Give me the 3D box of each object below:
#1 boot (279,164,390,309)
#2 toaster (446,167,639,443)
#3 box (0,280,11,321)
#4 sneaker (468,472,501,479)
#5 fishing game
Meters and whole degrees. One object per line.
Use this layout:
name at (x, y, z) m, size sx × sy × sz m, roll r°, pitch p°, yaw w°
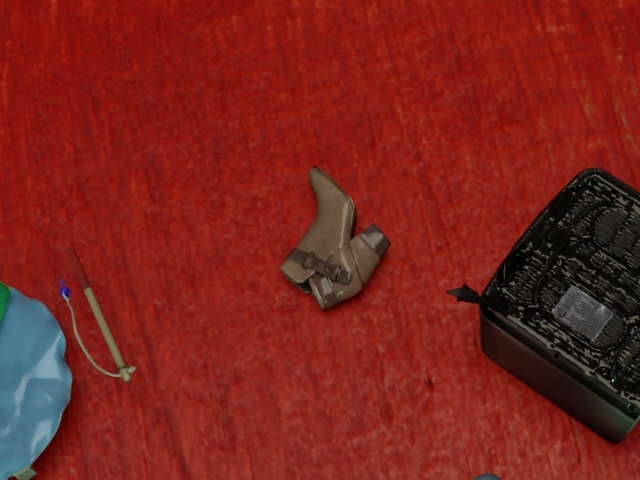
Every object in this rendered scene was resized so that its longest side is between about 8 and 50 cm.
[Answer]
boot at (0.000, 0.000, 1.314) m, size 0.087 × 0.042 × 0.118 m, roll -40°, pitch 61°, yaw -6°
toaster at (0.225, 0.050, 1.233) m, size 0.185 × 0.110 × 0.168 m, roll 34°, pitch 71°, yaw 18°
box at (-0.359, 0.068, 1.277) m, size 0.179 × 0.043 × 0.105 m, roll 6°, pitch 67°, yaw 21°
sneaker at (0.106, 0.316, 1.113) m, size 0.208 × 0.127 × 0.319 m, roll 24°, pitch 59°, yaw 13°
fishing game at (-0.289, 0.126, 1.276) m, size 0.264 × 0.041 × 0.189 m, roll -29°, pitch 64°, yaw 0°
